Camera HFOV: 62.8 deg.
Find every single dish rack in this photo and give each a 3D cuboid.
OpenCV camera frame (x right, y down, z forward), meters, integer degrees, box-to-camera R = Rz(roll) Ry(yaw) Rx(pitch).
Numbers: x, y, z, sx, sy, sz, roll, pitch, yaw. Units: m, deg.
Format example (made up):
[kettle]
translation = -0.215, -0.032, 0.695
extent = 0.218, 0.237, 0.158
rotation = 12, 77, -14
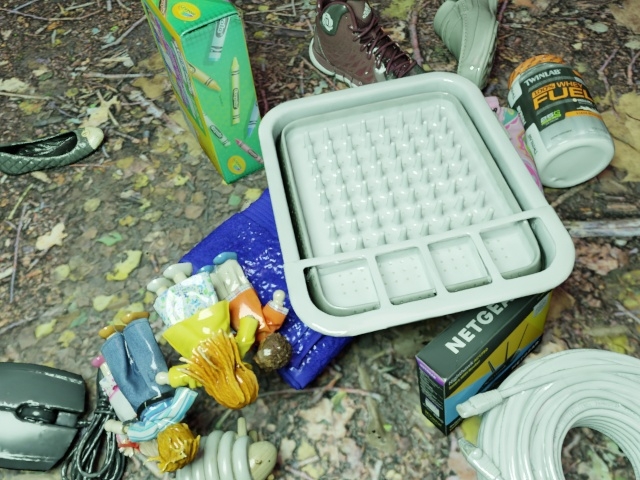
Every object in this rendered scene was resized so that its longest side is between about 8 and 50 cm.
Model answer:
[dish rack]
translation = 0.088, -0.049, 0.603
extent = 0.285, 0.072, 0.333
rotation = -13, 56, -3

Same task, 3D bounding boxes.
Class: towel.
[towel]
translation = 0.000, 0.000, 0.659
extent = 0.227, 0.076, 0.308
rotation = 40, 68, 19

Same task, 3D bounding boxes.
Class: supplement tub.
[supplement tub]
translation = 0.356, -0.186, 0.800
extent = 0.117, 0.117, 0.190
rotation = -5, 58, -1

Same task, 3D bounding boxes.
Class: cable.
[cable]
translation = 0.295, 0.243, 0.548
extent = 0.257, 0.089, 0.257
rotation = -24, 61, -14

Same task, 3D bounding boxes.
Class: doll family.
[doll family]
translation = -0.148, 0.134, 0.529
extent = 0.263, 0.118, 0.163
rotation = -40, 69, 11

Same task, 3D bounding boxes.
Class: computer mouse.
[computer mouse]
translation = -0.359, 0.192, 0.611
extent = 0.272, 0.072, 0.189
rotation = -1, 59, 1

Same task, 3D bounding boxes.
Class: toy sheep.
[toy sheep]
translation = -0.108, 0.247, 0.564
extent = 0.132, 0.091, 0.091
rotation = -20, 58, 6

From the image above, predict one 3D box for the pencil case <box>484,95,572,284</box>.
[pencil case]
translation = 0.247, -0.061, 0.723
extent = 0.124, 0.124, 0.284
rotation = -2, 58, 1

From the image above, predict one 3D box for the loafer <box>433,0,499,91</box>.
[loafer]
translation = 0.256, -0.374, 0.934
extent = 0.111, 0.112, 0.319
rotation = 6, 50, 12

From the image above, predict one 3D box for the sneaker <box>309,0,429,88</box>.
[sneaker]
translation = 0.088, -0.320, 0.866
extent = 0.281, 0.162, 0.106
rotation = 33, 64, 21

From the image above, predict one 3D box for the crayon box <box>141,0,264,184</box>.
[crayon box]
translation = -0.162, -0.233, 0.751
extent = 0.081, 0.278, 0.165
rotation = -28, 61, -14

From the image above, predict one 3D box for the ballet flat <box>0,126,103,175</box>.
[ballet flat]
translation = -0.436, -0.148, 0.842
extent = 0.173, 0.049, 0.057
rotation = -20, 60, -11

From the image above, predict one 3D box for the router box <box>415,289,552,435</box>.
[router box]
translation = 0.187, 0.123, 0.597
extent = 0.179, 0.133, 0.046
rotation = -37, 49, -19
